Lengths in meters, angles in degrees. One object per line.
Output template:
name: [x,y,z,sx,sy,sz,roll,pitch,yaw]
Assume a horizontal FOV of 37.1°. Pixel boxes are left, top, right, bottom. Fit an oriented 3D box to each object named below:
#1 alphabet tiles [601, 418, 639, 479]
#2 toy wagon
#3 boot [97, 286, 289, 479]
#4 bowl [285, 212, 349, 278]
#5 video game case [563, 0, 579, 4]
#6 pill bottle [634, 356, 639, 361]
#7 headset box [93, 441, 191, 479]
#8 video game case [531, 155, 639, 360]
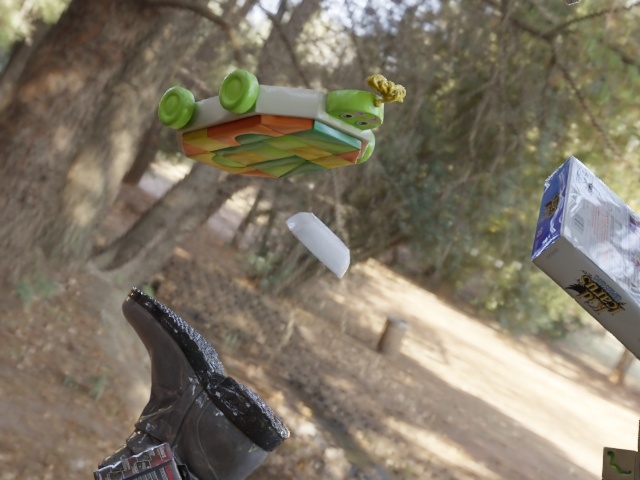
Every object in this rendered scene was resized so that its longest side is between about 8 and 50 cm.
alphabet tiles: [0.629,0.490,1.649,0.285,0.342,0.011,3,-5,23]
toy wagon: [-0.041,-0.156,1.306,0.344,0.068,0.267,-6,-15,40]
boot: [-0.222,0.230,1.280,0.338,0.222,0.118,41,-4,35]
bowl: [0.000,0.000,1.838,0.142,0.053,0.142,43,3,-13]
video game case: [0.240,-0.398,1.057,0.023,0.193,0.212,-9,-29,39]
pill bottle: [0.544,0.195,1.402,0.160,0.087,0.087,39,0,-1]
headset box: [-0.165,0.236,0.909,0.032,0.083,0.062,-131,-156,-61]
video game case: [0.394,0.032,1.261,0.244,0.061,0.269,40,31,-4]
